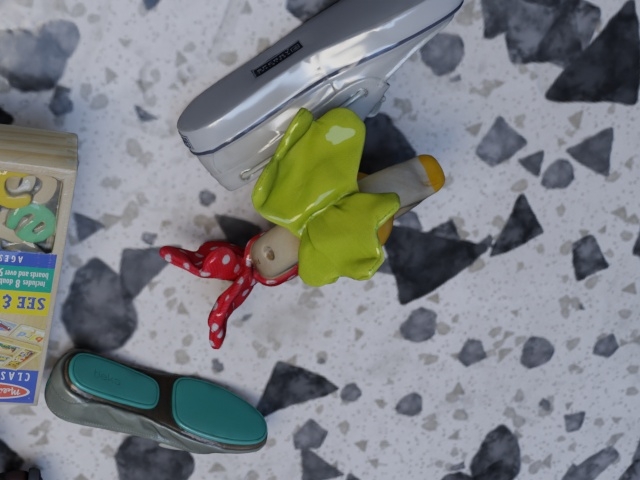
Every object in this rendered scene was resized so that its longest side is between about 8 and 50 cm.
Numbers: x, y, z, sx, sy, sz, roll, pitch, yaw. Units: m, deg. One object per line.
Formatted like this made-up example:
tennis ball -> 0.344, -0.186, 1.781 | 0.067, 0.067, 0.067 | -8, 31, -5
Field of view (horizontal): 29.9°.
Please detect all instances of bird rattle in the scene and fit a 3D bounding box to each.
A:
bird rattle -> 0.000, 0.000, 1.021 | 0.207, 0.143, 0.253 | -21, 163, -37

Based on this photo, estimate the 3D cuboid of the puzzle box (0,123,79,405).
puzzle box -> -0.412, 0.014, 0.942 | 0.408, 0.052, 0.272 | 5, 130, -17

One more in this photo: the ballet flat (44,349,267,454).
ballet flat -> -0.154, 0.159, 1.115 | 0.213, 0.072, 0.068 | 21, 133, -21

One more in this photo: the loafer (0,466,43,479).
loafer -> -0.313, 0.349, 1.126 | 0.095, 0.109, 0.303 | 4, 114, -12

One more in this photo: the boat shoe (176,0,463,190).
boat shoe -> 0.011, -0.133, 1.012 | 0.267, 0.096, 0.088 | -33, 120, 2
